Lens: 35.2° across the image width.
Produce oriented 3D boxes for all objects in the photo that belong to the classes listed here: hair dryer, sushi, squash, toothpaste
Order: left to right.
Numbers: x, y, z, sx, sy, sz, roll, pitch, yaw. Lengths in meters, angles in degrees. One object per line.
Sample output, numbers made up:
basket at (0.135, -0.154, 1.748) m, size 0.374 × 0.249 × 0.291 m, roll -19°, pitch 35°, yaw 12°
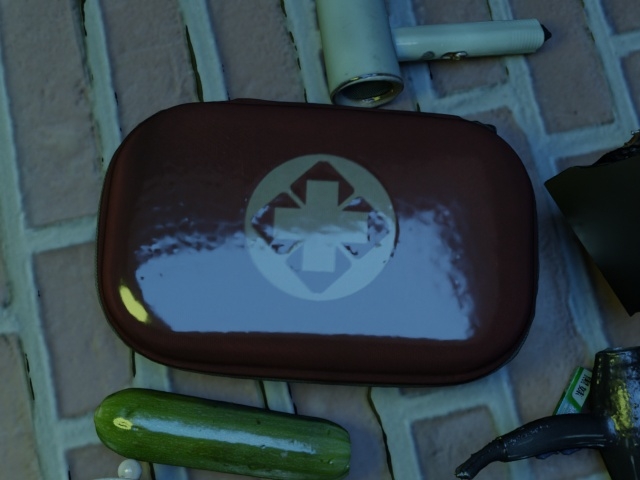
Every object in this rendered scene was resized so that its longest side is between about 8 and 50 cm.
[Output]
squash at (-0.085, 0.172, 0.885) m, size 0.229 × 0.066 × 0.066 m, roll 9°, pitch 74°, yaw -3°
hair dryer at (0.117, -0.210, 1.006) m, size 0.236 × 0.073 × 0.131 m, roll -6°, pitch 74°, yaw -9°
hair dryer at (0.215, 0.199, 0.878) m, size 0.219 × 0.075 × 0.196 m, roll -5°, pitch 83°, yaw -20°
toothpaste at (0.229, 0.157, 0.935) m, size 0.020 × 0.017 × 0.083 m, roll 29°, pitch 75°, yaw 5°
sushi at (0.335, -0.046, 0.933) m, size 0.172 × 0.150 × 0.153 m, roll -33°, pitch 88°, yaw 27°

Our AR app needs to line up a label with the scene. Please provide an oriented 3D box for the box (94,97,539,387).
box at (0.000, 0.000, 0.916) m, size 0.404 × 0.108 × 0.263 m, roll 3°, pitch 74°, yaw -3°

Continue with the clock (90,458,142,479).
clock at (-0.177, 0.277, 0.851) m, size 0.229 × 0.063 × 0.156 m, roll -23°, pitch 74°, yaw -13°
